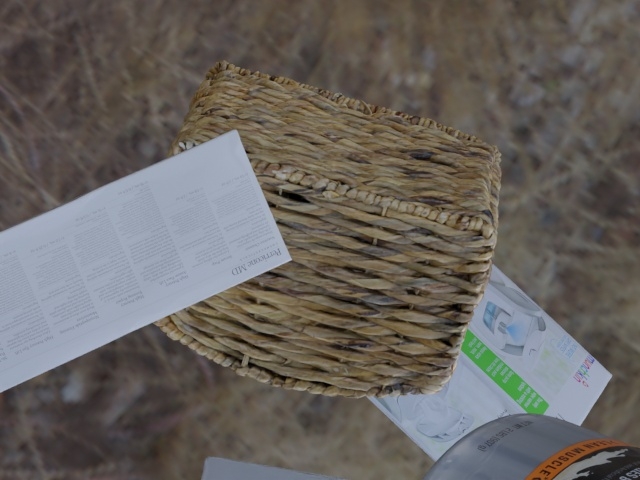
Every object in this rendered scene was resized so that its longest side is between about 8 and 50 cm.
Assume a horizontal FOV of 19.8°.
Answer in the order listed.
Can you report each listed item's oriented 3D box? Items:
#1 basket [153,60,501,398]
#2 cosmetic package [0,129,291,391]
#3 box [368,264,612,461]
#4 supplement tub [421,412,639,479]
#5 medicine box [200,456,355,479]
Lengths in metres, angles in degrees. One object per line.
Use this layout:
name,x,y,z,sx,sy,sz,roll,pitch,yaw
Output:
basket,0.000,0.000,1.654,0.299,0.223,0.213,15,114,-1
cosmetic package,-0.149,0.018,1.230,0.239,0.060,0.099,-24,94,-14
box,0.185,0.157,2.090,0.127,0.231,0.262,-49,174,24
supplement tub,0.202,0.226,1.019,0.193,0.316,0.194,-14,112,-40
medicine box,-0.043,0.357,1.372,0.149,0.263,0.289,8,136,7
